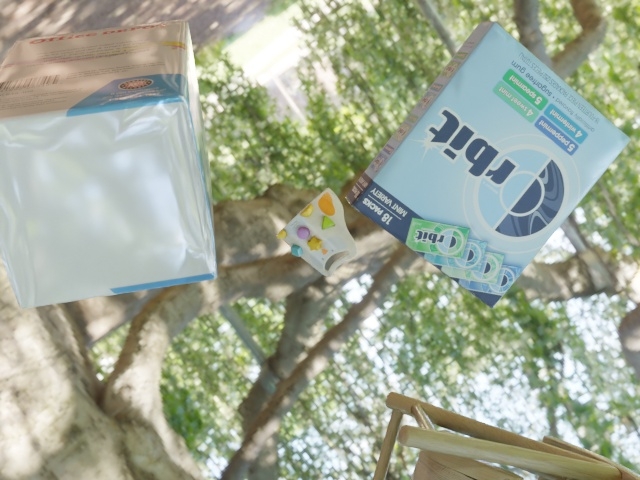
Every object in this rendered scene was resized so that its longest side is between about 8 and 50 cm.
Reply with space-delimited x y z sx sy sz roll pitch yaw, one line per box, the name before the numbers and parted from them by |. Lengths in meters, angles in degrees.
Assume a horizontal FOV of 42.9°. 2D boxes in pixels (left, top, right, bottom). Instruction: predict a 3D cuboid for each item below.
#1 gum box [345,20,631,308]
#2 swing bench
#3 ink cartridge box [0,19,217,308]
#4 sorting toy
gum box | 0.139 -0.061 0.684 0.184 0.157 0.041 -53 -165 7
swing bench | 0.158 0.312 0.784 0.165 0.255 0.253 -90 -164 -89
ink cartridge box | -0.221 -0.095 0.857 0.198 0.197 0.270 -8 -150 -4
sorting toy | 0.000 0.000 0.888 0.083 0.075 0.045 -43 180 28
